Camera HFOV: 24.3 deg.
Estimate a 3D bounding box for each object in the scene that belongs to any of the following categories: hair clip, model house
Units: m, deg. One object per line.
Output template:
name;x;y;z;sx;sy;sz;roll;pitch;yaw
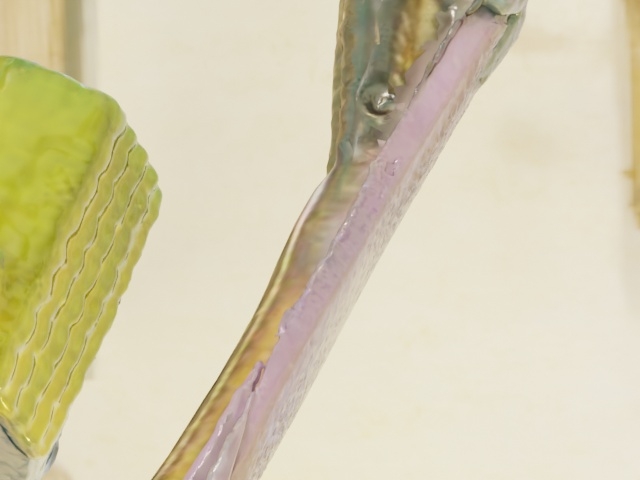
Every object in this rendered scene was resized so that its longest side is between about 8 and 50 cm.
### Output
hair clip;-0.001;0.001;0.553;0.095;0.110;0.358;47;49;-32
model house;-0.237;0.030;1.029;0.303;0.215;0.237;-47;-160;59
